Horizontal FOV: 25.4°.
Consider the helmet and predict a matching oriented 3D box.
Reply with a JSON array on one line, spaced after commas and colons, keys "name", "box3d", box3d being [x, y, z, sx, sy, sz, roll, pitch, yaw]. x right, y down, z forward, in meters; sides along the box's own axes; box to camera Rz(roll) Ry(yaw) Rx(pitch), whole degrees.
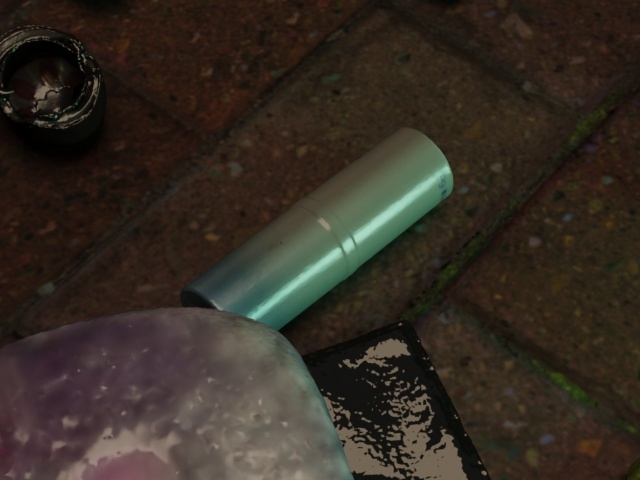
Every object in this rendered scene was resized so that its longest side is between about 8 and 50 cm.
[{"name": "helmet", "box3d": [-0.242, -0.131, 1.279, 0.098, 0.070, 0.123, -37, 59, -14]}]

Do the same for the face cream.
[{"name": "face cream", "box3d": [0.000, 0.000, 1.189, 0.250, 0.077, 0.077, -38, 64, -26]}]

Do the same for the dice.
[{"name": "dice", "box3d": [-0.113, 0.221, 0.911, 0.270, 0.271, 0.270, -14, 56, -11]}]

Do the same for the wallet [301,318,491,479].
[{"name": "wallet", "box3d": [0.062, 0.179, 1.095, 0.124, 0.025, 0.244, -18, 59, -14]}]

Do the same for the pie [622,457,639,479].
[{"name": "pie", "box3d": [0.311, 0.224, 1.062, 0.187, 0.041, 0.187, 1, 55, -1]}]
